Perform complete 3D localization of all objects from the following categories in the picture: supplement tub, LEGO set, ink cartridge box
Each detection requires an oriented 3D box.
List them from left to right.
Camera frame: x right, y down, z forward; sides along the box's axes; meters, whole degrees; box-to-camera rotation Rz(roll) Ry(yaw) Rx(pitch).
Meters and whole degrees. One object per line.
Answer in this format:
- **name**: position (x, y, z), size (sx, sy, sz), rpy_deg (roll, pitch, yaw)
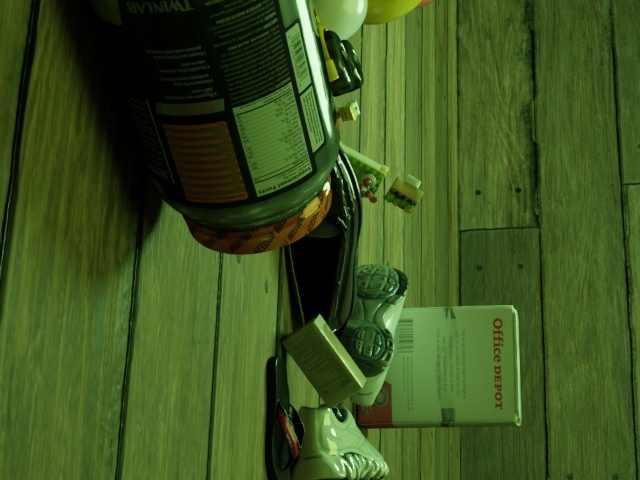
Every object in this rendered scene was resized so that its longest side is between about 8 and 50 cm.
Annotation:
- **supplement tub**: position (-0.090, -0.152, 1.120), size (0.193, 0.194, 0.316), rpy_deg (-77, 161, -49)
- **LEGO set**: position (0.031, -0.136, 1.770), size (0.287, 0.132, 0.107), rpy_deg (60, 27, -15)
- **ink cartridge box**: position (0.213, 0.229, 2.137), size (0.117, 0.283, 0.207), rpy_deg (43, 46, -71)

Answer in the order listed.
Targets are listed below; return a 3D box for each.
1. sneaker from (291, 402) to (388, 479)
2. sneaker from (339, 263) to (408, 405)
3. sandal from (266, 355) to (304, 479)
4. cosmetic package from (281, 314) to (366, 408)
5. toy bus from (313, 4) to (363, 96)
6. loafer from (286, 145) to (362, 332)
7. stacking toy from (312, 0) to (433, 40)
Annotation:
- **sneaker**: position (0.029, 0.299, 1.755), size (0.292, 0.110, 0.118), rpy_deg (42, 38, -72)
- **sneaker**: position (0.079, 0.152, 2.041), size (0.297, 0.111, 0.129), rpy_deg (-71, 170, -49)
- **sandal**: position (-0.044, 0.240, 1.569), size (0.067, 0.040, 0.179), rpy_deg (24, 64, -76)
- **cosmetic package**: position (0.006, 0.166, 1.649), size (0.115, 0.060, 0.041), rpy_deg (56, 17, -3)
- **toy bus**: position (-0.054, -0.259, 1.462), size (0.220, 0.150, 0.211), rpy_deg (-38, 109, -77)
- **loafer**: position (0.000, 0.000, 1.680), size (0.095, 0.109, 0.302), rpy_deg (-57, 145, -61)
- **stacking toy**: position (0.092, -0.451, 1.858), size (0.480, 0.351, 0.350), rpy_deg (-58, 146, -43)
